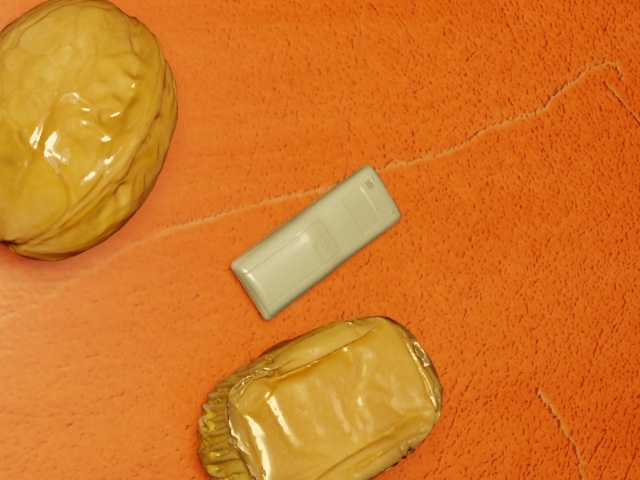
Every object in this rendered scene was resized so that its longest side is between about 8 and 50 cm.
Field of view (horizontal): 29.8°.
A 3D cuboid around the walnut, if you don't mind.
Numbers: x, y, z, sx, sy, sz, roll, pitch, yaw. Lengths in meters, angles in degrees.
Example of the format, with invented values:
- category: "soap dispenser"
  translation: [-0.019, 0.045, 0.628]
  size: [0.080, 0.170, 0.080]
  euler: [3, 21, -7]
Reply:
- category: "walnut"
  translation: [-0.188, -0.085, 0.889]
  size: [0.159, 0.159, 0.207]
  euler: [33, 68, -19]

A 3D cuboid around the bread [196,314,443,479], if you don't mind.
- category: "bread"
  translation: [-0.005, 0.144, 0.982]
  size: [0.190, 0.114, 0.132]
  euler: [-22, 87, -32]

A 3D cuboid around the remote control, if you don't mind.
- category: "remote control"
  translation: [0.000, 0.000, 1.033]
  size: [0.162, 0.029, 0.061]
  euler: [-37, 104, -21]
